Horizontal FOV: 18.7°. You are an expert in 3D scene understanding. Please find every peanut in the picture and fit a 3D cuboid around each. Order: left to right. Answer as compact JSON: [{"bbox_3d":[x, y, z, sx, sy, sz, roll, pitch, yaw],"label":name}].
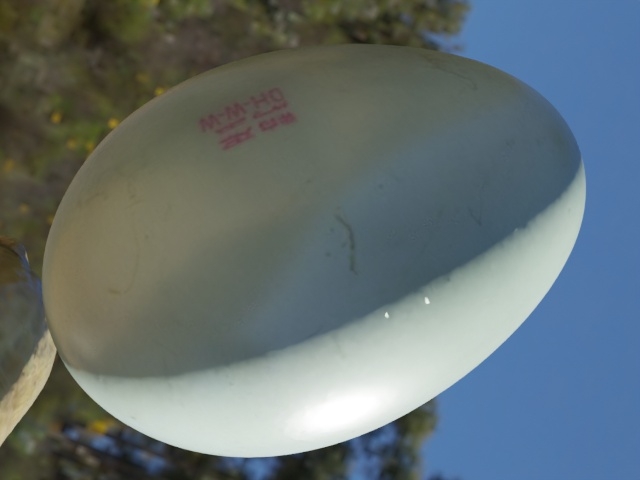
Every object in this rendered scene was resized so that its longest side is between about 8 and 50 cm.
[{"bbox_3d":[-0.247,0.085,1.214,0.137,0.122,0.253,-5,-144,38],"label":"peanut"}]

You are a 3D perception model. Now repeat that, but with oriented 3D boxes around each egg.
[{"bbox_3d":[0.000,0.000,0.903,0.183,0.264,0.182,161,-90,-75],"label":"egg"}]
